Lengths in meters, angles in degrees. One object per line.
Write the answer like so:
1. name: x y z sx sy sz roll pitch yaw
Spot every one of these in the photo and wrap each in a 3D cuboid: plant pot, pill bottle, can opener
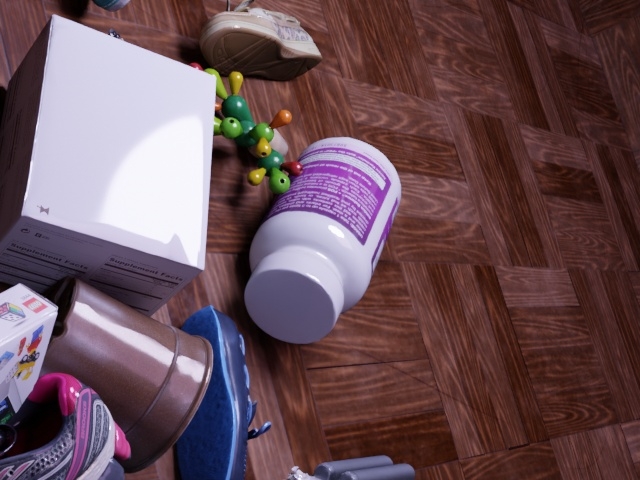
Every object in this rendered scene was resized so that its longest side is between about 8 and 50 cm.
1. plant pot: -0.228 0.132 1.264 0.165 0.167 0.167 36 42 -26
2. pill bottle: 0.000 0.000 1.661 0.169 0.169 0.301 52 34 -20
3. can opener: 0.022 0.331 1.581 0.280 0.074 0.093 0 104 -54

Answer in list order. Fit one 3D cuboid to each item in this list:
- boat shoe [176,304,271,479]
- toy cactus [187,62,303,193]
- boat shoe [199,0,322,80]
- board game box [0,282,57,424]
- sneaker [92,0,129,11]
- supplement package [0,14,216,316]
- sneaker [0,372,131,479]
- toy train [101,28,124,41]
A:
1. boat shoe: -0.106 0.198 1.436 0.089 0.109 0.258 35 45 -44
2. toy cactus: -0.090 -0.154 1.687 0.219 0.112 0.180 45 9 20
3. boat shoe: -0.098 -0.301 1.795 0.285 0.105 0.089 3 62 -66
4. board game box: -0.353 0.174 1.020 0.053 0.193 0.305 31 29 14
5. sneaker: -0.310 -0.429 1.567 0.121 0.108 0.302 21 45 -47
6. supplement package: -0.240 -0.076 1.329 0.204 0.145 0.261 18 55 -27
7. sneaker: -0.296 0.242 1.046 0.299 0.121 0.112 -53 142 -31
8. toy train: -0.295 -0.232 1.522 0.036 0.027 0.158 63 32 -10
